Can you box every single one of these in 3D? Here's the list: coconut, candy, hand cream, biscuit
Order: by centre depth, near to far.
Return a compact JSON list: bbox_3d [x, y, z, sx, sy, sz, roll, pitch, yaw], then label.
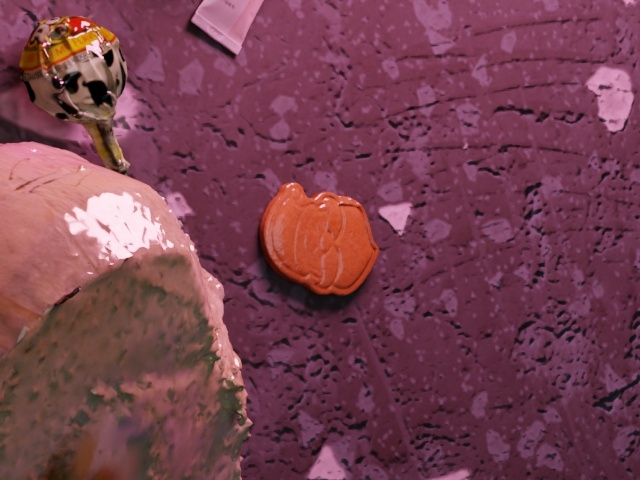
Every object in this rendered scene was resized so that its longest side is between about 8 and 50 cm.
[{"bbox_3d":[-0.282,0.110,1.513,0.404,0.404,0.405,2,86,-31],"label":"coconut"},{"bbox_3d":[-0.187,-0.056,1.734,0.091,0.083,0.305,-28,109,-31],"label":"candy"},{"bbox_3d":[-0.050,-0.282,1.846,0.052,0.038,0.216,29,78,-1],"label":"hand cream"},{"bbox_3d":[0.000,0.000,1.864,0.130,0.019,0.102,22,77,-29],"label":"biscuit"}]
